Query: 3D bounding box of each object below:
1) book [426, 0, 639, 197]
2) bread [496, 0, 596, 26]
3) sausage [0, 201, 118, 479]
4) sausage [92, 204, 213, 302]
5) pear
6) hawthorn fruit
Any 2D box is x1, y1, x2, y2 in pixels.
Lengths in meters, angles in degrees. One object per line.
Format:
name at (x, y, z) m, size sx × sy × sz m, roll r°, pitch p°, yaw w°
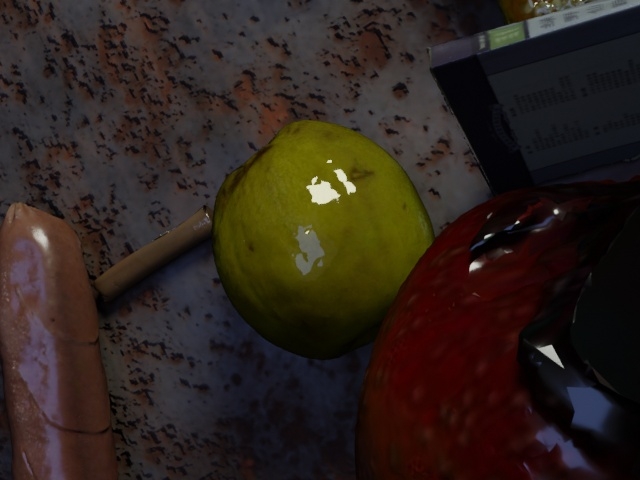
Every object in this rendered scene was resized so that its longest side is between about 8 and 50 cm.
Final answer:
book at (0.198, -0.100, 0.666) m, size 0.231 × 0.157 × 0.026 m, roll -14°, pitch 56°, yaw 18°
bread at (0.179, -0.237, 0.700) m, size 0.184 × 0.110 × 0.234 m, roll -19°, pitch 84°, yaw 14°
sausage at (-0.195, 0.183, 0.820) m, size 0.087 × 0.088 × 0.433 m, roll -7°, pitch 87°, yaw 18°
sausage at (-0.128, 0.012, 0.833) m, size 0.116 × 0.026 × 0.026 m, roll -32°, pitch 79°, yaw 15°
pear at (0.000, 0.000, 0.729) m, size 0.149 × 0.149 × 0.162 m, roll -35°, pitch 82°, yaw 14°
hawthorn fruit at (0.156, 0.099, 0.594) m, size 0.316 × 0.316 × 0.316 m, roll -1°, pitch 88°, yaw 18°
